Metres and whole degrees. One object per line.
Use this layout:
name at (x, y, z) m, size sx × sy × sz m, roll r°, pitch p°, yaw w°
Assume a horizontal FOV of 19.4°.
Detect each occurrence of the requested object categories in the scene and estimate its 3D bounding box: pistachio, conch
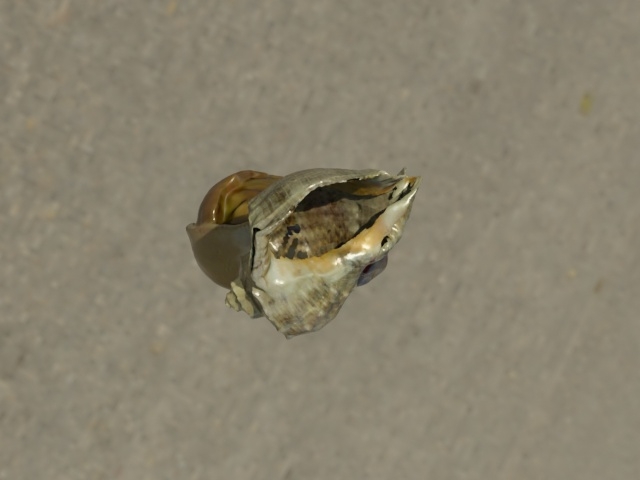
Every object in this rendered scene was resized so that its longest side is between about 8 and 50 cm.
pistachio at (-0.031, 0.001, 1.887) m, size 0.165 × 0.210 × 0.131 m, roll 149°, pitch -46°, yaw -70°
conch at (0.000, 0.000, 1.637) m, size 0.207 × 0.130 × 0.155 m, roll -30°, pitch 169°, yaw 8°
